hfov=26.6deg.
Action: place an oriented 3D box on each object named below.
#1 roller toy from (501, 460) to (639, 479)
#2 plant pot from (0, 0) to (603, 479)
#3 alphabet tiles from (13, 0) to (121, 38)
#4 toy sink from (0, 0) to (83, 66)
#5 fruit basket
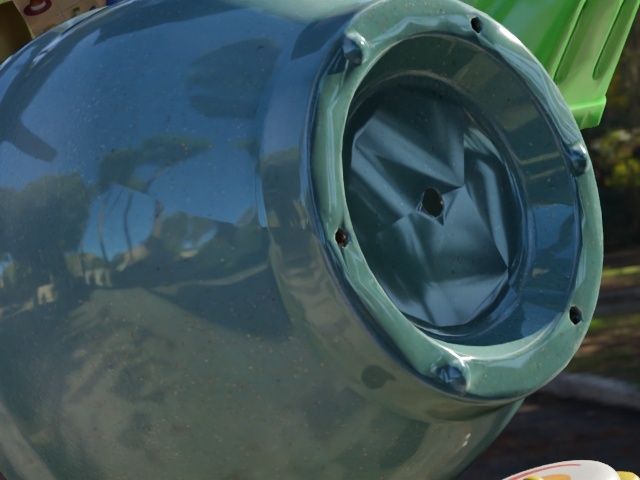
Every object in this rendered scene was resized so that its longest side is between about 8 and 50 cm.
[{"bbox_3d":[0.259,0.332,1.514,0.209,0.146,0.191,-18,5,20],"label":"roller toy"},{"bbox_3d":[0.000,0.000,0.617,0.293,0.293,0.196,-8,-8,-42],"label":"plant pot"},{"bbox_3d":[-0.212,-0.278,1.519,0.237,0.198,0.009,-31,14,-3],"label":"alphabet tiles"},{"bbox_3d":[-0.325,-0.265,1.578,0.234,0.153,0.131,-21,21,-8],"label":"toy sink"},{"bbox_3d":[0.133,-0.219,1.524,0.392,0.392,0.283,-9,4,38],"label":"fruit basket"}]
